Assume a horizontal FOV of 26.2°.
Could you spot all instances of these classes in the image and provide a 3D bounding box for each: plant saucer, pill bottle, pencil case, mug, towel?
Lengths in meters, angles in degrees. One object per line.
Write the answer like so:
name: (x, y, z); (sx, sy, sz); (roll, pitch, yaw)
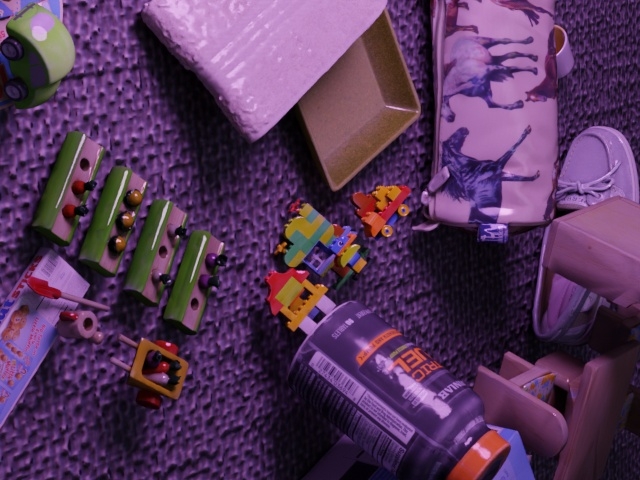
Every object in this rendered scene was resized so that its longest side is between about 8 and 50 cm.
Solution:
plant saucer: (0.025, -0.184, 1.617); (0.188, 0.045, 0.188); (-43, 124, -35)
pill bottle: (0.092, 0.187, 1.532); (0.130, 0.245, 0.130); (-44, 158, -22)
pencil case: (0.207, -0.206, 1.725); (0.183, 0.160, 0.410); (-7, 100, -29)
mug: (0.329, -0.265, 1.925); (0.078, 0.062, 0.064); (-61, 141, -14)
towel: (-0.052, -0.256, 1.488); (0.187, 0.049, 0.282); (49, 58, -11)

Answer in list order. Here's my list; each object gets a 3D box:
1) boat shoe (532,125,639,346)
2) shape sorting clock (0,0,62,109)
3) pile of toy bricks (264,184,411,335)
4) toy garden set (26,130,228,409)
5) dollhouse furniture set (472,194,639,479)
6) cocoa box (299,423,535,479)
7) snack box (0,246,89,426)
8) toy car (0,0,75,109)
boat shoe: (0.370, -0.008, 1.960); (0.103, 0.118, 0.320); (9, 95, -51)
shape sorting clock: (-0.320, -0.218, 1.247); (0.206, 0.040, 0.206); (-7, 100, -47)
pile of toy bricks: (0.000, 0.000, 1.589); (0.105, 0.118, 0.212); (41, 80, -11)
toy garden set: (-0.190, 0.038, 1.384); (0.244, 0.049, 0.204); (40, 57, -44)
dollhouse furniture set: (0.405, 0.180, 1.782); (0.362, 0.256, 0.394); (-18, 127, -44)
cocoa box: (0.142, 0.409, 1.678); (0.231, 0.228, 0.347); (-43, 124, -35)
snack box: (-0.292, 0.097, 1.327); (0.064, 0.022, 0.178); (50, 60, -40)
toy car: (-0.247, -0.212, 1.208); (0.239, 0.053, 0.225); (-57, 158, -47)
